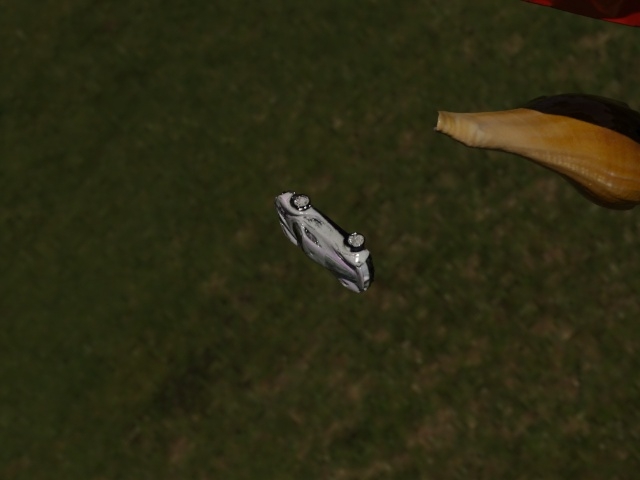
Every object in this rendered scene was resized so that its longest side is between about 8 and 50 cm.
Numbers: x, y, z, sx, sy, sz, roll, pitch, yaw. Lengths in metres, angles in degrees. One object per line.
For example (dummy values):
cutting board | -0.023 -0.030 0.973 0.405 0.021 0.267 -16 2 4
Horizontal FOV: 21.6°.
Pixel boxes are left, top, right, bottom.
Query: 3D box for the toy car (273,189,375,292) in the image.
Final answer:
toy car | 0.000 0.000 1.127 0.093 0.041 0.025 35 61 30

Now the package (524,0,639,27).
package | 0.203 -0.292 1.365 0.123 0.424 0.196 95 -172 -68

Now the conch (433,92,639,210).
conch | 0.244 -0.095 1.582 0.093 0.330 0.109 -17 67 47
